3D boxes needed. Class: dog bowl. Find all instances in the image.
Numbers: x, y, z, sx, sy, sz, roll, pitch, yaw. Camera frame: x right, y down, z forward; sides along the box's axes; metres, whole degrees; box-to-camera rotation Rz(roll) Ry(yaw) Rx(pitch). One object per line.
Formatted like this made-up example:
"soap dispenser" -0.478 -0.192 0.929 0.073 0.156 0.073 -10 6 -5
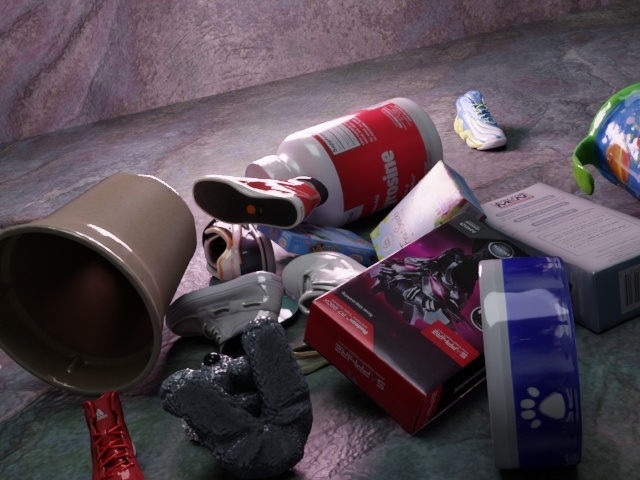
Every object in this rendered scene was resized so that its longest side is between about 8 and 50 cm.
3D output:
"dog bowl" 0.263 0.152 1.175 0.104 0.264 0.265 -5 23 11

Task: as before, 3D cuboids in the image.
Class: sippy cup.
"sippy cup" 0.673 -0.164 1.815 0.305 0.240 0.224 -46 27 19

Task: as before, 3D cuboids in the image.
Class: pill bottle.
"pill bottle" 0.050 -0.154 2.054 0.408 0.229 0.229 -23 25 -25

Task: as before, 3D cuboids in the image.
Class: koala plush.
"koala plush" -0.121 0.233 1.336 0.196 0.203 0.221 -33 8 -19

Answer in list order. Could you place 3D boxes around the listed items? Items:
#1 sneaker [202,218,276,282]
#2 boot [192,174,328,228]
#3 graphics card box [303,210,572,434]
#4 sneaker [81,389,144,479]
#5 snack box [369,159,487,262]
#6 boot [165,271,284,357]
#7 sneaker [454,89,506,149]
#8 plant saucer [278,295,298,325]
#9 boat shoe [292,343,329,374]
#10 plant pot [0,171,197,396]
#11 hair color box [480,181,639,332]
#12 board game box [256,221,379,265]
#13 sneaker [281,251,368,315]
"sneaker" -0.192 -0.009 1.960 0.128 0.126 0.321 -11 23 -13
"boot" -0.116 -0.093 1.842 0.244 0.088 0.176 12 24 19
"graphics card box" 0.186 0.111 1.433 0.371 0.094 0.233 -27 52 -36
"sneaker" -0.298 0.291 1.291 0.087 0.128 0.221 -19 22 -16
"snack box" 0.195 -0.026 1.726 0.207 0.070 0.174 -48 23 16
"boot" -0.177 0.149 1.622 0.258 0.095 0.123 -24 47 31
"sneaker" 0.402 -0.316 2.402 0.091 0.126 0.240 -17 23 -12
"plant saucer" -0.097 0.138 1.699 0.119 0.021 0.119 -10 23 4
"boat shoe" 0.009 0.175 1.527 0.135 0.045 0.050 -24 26 -27
"plant pot" -0.369 0.042 1.607 0.334 0.333 0.305 -3 31 20
"hair color box" 0.427 0.017 1.618 0.185 0.113 0.374 -19 24 -19
"board game box" 0.000 0.000 1.839 0.212 0.039 0.160 9 12 -28
"sneaker" 0.003 0.084 1.613 0.293 0.108 0.169 11 10 42
